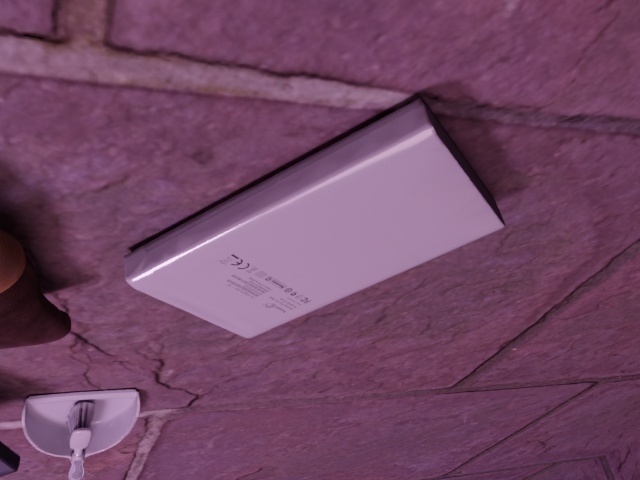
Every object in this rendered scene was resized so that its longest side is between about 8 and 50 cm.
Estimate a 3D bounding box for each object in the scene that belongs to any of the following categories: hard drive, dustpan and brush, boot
[{"bbox_3d":[0.000,0.000,0.662,0.308,0.040,0.203,-26,147,20],"label":"hard drive"},{"bbox_3d":[-0.336,0.279,0.965,0.147,0.060,0.211,1,146,-22],"label":"dustpan and brush"},{"bbox_3d":[-0.356,0.058,0.570,0.249,0.090,0.207,-10,150,-4],"label":"boot"}]

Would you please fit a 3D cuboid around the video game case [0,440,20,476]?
[{"bbox_3d":[-0.494,0.206,0.749,0.196,0.026,0.274,-18,133,8],"label":"video game case"}]
